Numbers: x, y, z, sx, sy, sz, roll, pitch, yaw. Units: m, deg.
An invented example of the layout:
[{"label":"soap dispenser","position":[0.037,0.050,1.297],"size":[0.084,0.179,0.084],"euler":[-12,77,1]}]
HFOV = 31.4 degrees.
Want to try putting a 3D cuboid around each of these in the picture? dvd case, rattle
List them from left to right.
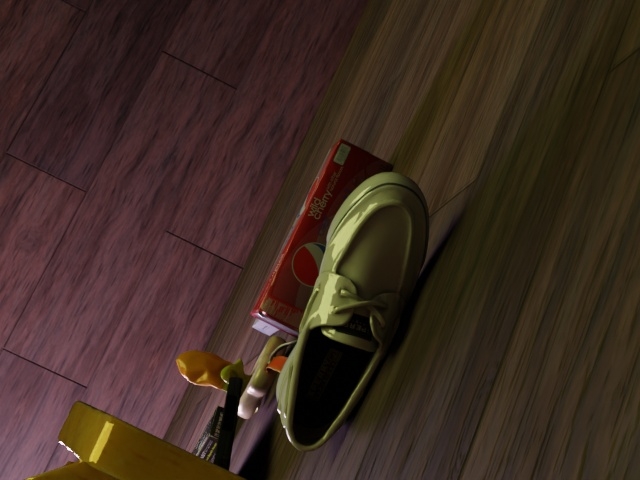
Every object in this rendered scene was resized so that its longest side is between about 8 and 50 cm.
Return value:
[{"label":"dvd case","position":[-0.128,0.299,1.440],"size":[0.253,0.022,0.180],"euler":[-91,11,-76]},{"label":"rattle","position":[-0.111,0.160,1.578],"size":[0.130,0.143,0.199],"euler":[-46,-4,-16]}]

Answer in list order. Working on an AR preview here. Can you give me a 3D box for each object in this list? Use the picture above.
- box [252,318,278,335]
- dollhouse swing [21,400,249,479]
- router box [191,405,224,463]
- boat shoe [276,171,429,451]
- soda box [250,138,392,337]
[{"label":"box","position":[-0.048,0.059,1.881],"size":[0.186,0.038,0.145],"euler":[-64,7,-15]},{"label":"dollhouse swing","position":[-0.099,0.272,0.510],"size":[0.305,0.315,0.346],"euler":[86,-151,-77]},{"label":"router box","position":[-0.179,0.338,1.815],"size":[0.122,0.038,0.092],"euler":[-61,7,22]},{"label":"boat shoe","position":[0.027,0.069,1.035],"size":[0.267,0.096,0.088],"euler":[-63,11,16]},{"label":"soda box","position":[0.000,0.000,1.543],"size":[0.263,0.083,0.092],"euler":[-64,7,-9]}]
